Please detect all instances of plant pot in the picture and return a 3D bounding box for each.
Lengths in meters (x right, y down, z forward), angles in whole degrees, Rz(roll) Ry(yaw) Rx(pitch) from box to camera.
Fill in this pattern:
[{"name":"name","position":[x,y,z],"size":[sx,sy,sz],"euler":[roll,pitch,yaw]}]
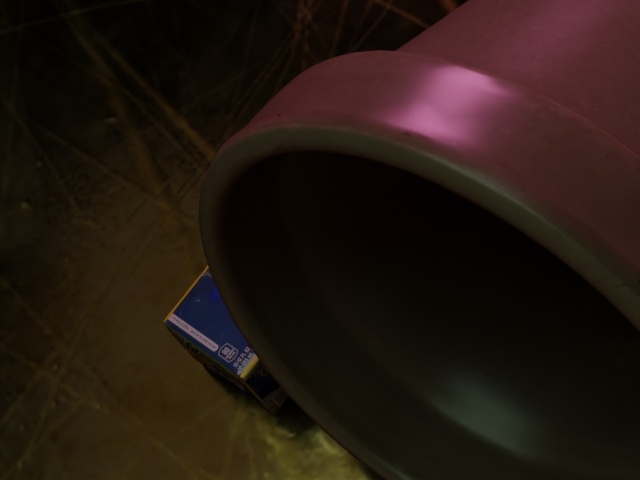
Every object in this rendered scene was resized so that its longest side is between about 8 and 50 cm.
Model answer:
[{"name":"plant pot","position":[0.113,-0.021,0.856],"size":[0.263,0.263,0.229],"euler":[21,56,27]}]

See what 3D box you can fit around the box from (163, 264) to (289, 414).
[{"name":"box","position":[0.000,0.000,0.972],"size":[0.059,0.054,0.169],"euler":[33,78,29]}]
